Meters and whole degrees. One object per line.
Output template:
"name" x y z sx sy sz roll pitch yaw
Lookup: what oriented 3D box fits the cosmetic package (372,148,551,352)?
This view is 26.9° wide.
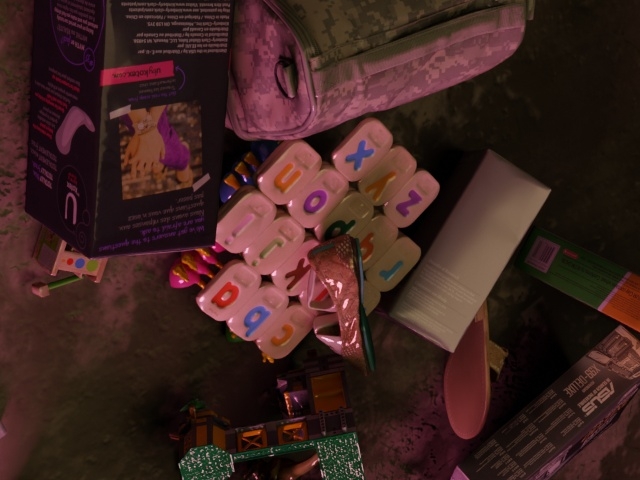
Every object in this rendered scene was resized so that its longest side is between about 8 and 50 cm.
"cosmetic package" 0.170 0.010 1.643 0.107 0.127 0.238 29 86 -9

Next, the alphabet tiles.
"alphabet tiles" 0.000 0.000 1.482 0.278 0.021 0.284 -47 138 2

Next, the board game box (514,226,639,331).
"board game box" 0.450 0.099 1.823 0.316 0.242 0.064 26 93 -39

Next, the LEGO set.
"LEGO set" -0.045 0.284 1.619 0.255 0.192 0.331 -18 119 4

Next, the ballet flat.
"ballet flat" 0.021 0.075 1.506 0.067 0.073 0.206 -8 129 1

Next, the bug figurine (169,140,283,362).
"bug figurine" -0.061 0.008 1.525 0.216 0.072 0.279 -46 133 -4

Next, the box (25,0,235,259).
"box" -0.190 -0.136 1.312 0.143 0.165 0.270 -6 112 -34

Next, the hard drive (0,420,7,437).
"hard drive" -0.395 0.174 1.382 0.094 0.022 0.135 -35 125 -20

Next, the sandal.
"sandal" 0.218 0.145 1.775 0.079 0.088 0.240 -16 110 -32

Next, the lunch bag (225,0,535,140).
"lunch bag" 0.034 -0.225 1.381 0.305 0.256 0.212 -23 120 -28

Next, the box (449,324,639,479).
"box" 0.301 0.271 1.813 0.307 0.076 0.242 -37 161 -19

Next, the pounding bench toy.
"pounding bench toy" -0.260 0.023 1.399 0.065 0.052 0.083 14 100 -39
